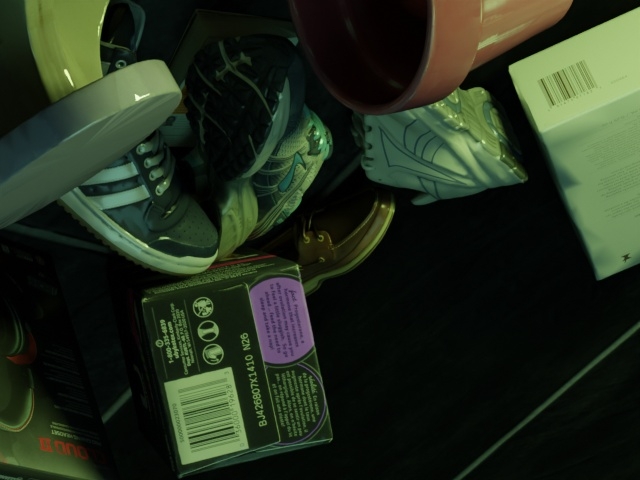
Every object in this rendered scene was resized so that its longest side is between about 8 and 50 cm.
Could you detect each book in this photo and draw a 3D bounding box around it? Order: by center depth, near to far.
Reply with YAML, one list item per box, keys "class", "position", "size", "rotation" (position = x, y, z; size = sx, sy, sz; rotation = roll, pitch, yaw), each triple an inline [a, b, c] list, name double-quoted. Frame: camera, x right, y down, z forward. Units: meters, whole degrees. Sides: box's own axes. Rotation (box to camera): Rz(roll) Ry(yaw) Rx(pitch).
- class: "book"
  position: [-0.087, -0.135, 1.704]
  size: [0.096, 0.035, 0.144]
  rotation: [1, 140, -32]

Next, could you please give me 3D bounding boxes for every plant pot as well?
- class: "plant pot"
  position: [0.097, -0.215, 1.568]
  size: [0.180, 0.201, 0.201]
  rotation: [-17, 148, -31]

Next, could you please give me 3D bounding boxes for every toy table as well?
- class: "toy table"
  position: [-0.226, -0.117, 1.426]
  size: [0.252, 0.160, 0.274]
  rotation: [-27, 178, -43]

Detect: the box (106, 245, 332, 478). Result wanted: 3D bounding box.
- class: "box"
  position: [-0.099, 0.102, 1.785]
  size: [0.143, 0.165, 0.270]
  rotation: [-12, -175, -11]

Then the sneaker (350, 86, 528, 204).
- class: "sneaker"
  position: [0.077, -0.104, 1.764]
  size: [0.129, 0.111, 0.297]
  rotation: [-27, 143, 19]

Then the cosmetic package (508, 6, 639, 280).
- class: "cosmetic package"
  position: [0.395, -0.134, 1.880]
  size: [0.377, 0.097, 0.284]
  rotation: [-24, 143, 5]

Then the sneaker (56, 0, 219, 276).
- class: "sneaker"
  position: [-0.158, -0.093, 1.614]
  size: [0.282, 0.099, 0.153]
  rotation: [38, 115, -24]

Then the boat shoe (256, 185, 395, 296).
- class: "boat shoe"
  position: [0.000, 0.000, 1.886]
  size: [0.060, 0.064, 0.178]
  rotation: [29, 135, -29]

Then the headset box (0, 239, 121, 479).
- class: "headset box"
  position: [-0.310, 0.131, 1.714]
  size: [0.110, 0.293, 0.218]
  rotation: [-40, 143, 25]

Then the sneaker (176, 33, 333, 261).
- class: "sneaker"
  position: [-0.047, -0.096, 1.687]
  size: [0.122, 0.110, 0.283]
  rotation: [-22, 159, -24]
